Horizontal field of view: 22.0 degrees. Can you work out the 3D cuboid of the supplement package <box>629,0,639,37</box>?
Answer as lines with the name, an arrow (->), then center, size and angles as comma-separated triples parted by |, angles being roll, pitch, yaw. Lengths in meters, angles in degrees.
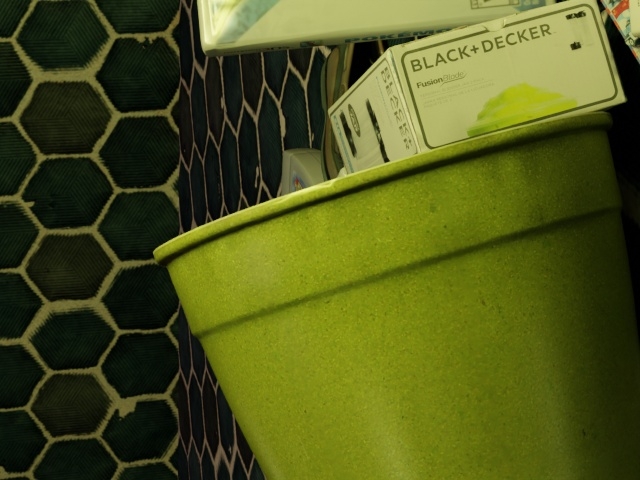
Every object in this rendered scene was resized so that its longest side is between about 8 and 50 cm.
supplement package -> 0.271, -0.187, 0.714 | 0.293, 0.177, 0.175 | -170, 77, -75

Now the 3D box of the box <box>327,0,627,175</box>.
box -> 0.115, -0.108, 1.330 | 0.290, 0.169, 0.087 | 151, 103, -79

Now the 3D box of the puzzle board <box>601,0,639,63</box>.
puzzle board -> 0.236, -0.162, 1.140 | 0.096, 0.011, 0.128 | 61, 163, 6

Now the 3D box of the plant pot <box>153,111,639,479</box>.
plant pot -> 0.097, 0.125, 1.261 | 0.366, 0.366, 0.353 | 153, 101, -75

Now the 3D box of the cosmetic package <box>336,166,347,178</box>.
cosmetic package -> 0.072, 0.116, 1.680 | 0.284, 0.097, 0.377 | 66, 160, 17

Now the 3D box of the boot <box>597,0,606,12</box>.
boot -> 0.188, -0.248, 1.202 | 0.086, 0.069, 0.190 | 39, 164, 23

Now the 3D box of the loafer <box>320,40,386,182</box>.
loafer -> 0.051, -0.124, 1.829 | 0.084, 0.096, 0.267 | 116, 150, -53

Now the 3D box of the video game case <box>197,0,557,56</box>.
video game case -> 0.033, -0.332, 1.399 | 0.036, 0.300, 0.329 | 81, -177, -82

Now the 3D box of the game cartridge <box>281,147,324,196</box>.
game cartridge -> 0.000, 0.000, 2.150 | 0.297, 0.062, 0.198 | -119, 25, -61
